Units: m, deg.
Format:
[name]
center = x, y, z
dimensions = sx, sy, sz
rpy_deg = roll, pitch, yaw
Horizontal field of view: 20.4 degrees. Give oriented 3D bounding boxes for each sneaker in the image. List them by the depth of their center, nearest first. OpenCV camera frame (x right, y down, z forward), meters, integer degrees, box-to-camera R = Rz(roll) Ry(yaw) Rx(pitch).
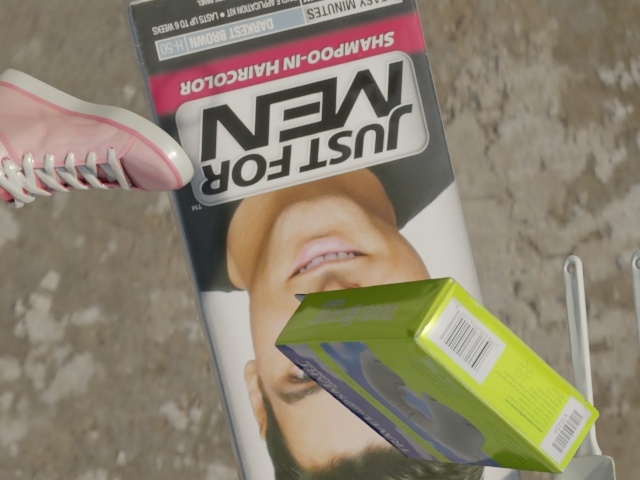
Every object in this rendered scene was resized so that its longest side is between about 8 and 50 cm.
[sneaker]
center = -0.135, -0.039, 0.941
dimensions = 0.134, 0.070, 0.051
rpy_deg = 22, 154, 26

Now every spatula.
[spatula]
center = 0.240, 0.114, 1.315
dimensions = 0.168, 0.019, 0.242
rpy_deg = -16, 71, 41

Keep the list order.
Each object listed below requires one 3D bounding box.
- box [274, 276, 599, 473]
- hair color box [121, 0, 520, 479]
[box]
center = 0.051, 0.070, 0.925
dimensions = 0.109, 0.178, 0.042
rpy_deg = 42, 70, -17
[hair color box]
center = 0.000, 0.000, 1.208
dimensions = 0.185, 0.113, 0.375
rpy_deg = -15, 101, -7
